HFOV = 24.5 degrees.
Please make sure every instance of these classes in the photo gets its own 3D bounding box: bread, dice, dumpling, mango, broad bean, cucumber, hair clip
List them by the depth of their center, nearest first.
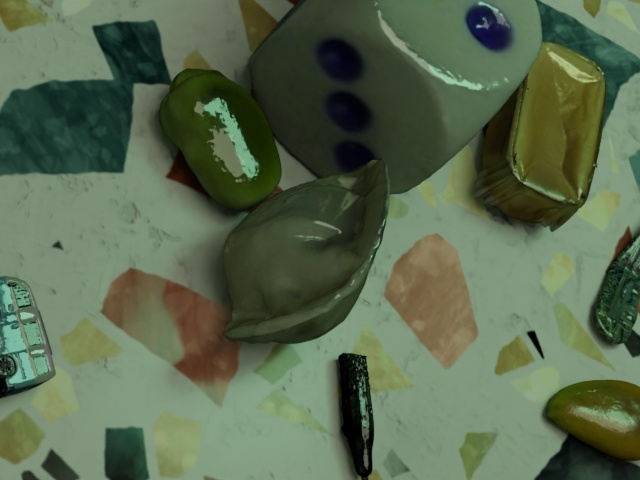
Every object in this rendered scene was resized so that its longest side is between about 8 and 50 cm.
[{"bbox_3d":[-0.005,-0.001,1.634,0.175,0.227,0.243,14,62,-34],"label":"dumpling"},{"bbox_3d":[0.043,0.209,1.697,0.039,0.043,0.163,-6,68,7],"label":"cucumber"},{"bbox_3d":[-0.115,-0.120,1.711,0.124,0.082,0.174,-46,107,-35],"label":"broad bean"},{"bbox_3d":[0.087,-0.227,1.763,0.251,0.259,0.243,41,53,-10],"label":"dice"},{"bbox_3d":[0.374,0.225,1.875,0.187,0.066,0.101,15,63,-16],"label":"mango"},{"bbox_3d":[0.291,-0.140,1.941,0.136,0.107,0.241,24,60,-18],"label":"bread"},{"bbox_3d":[0.424,0.046,1.990,0.066,0.036,0.229,36,63,-8],"label":"hair clip"}]

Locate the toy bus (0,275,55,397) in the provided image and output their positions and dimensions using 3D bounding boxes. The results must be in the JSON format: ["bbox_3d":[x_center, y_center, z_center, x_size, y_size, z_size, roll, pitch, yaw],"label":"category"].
[{"bbox_3d":[-0.320,0.096,1.507,0.075,0.060,0.123,-11,79,-38],"label":"toy bus"}]
